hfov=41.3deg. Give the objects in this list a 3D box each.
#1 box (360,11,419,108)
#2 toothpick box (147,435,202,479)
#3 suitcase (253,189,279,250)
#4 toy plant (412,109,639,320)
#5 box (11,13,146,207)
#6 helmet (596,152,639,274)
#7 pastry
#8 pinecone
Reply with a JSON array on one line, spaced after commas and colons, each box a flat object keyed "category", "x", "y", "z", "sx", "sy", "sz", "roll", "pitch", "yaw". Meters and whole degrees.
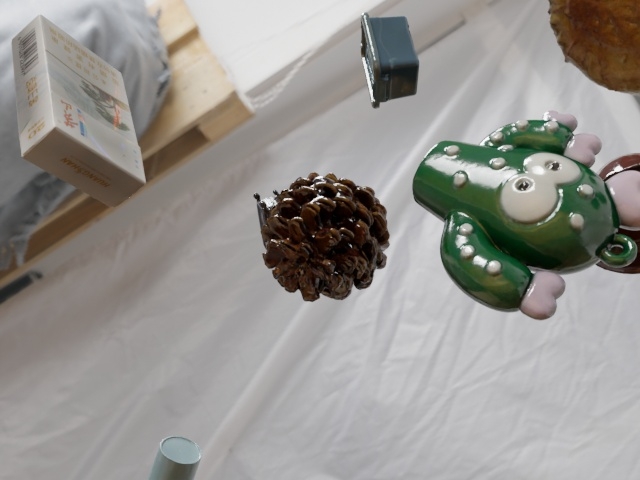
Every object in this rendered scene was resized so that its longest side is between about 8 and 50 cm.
[{"category": "box", "x": 0.078, "y": -0.207, "z": 0.967, "sx": 0.074, "sy": 0.054, "sz": 0.099, "roll": 89, "pitch": -7, "yaw": -57}, {"category": "toothpick box", "x": -0.172, "y": 0.274, "z": 0.978, "sx": 0.052, "sy": 0.083, "sz": 0.052, "roll": 19, "pitch": 21, "yaw": -7}, {"category": "suitcase", "x": -0.093, "y": -0.033, "z": 1.731, "sx": 0.086, "sy": 0.059, "sz": 0.126, "roll": -130, "pitch": -150, "yaw": -67}, {"category": "toy plant", "x": 0.220, "y": -0.035, "z": 0.895, "sx": 0.243, "sy": 0.233, "sz": 0.112, "roll": 56, "pitch": -9, "yaw": 37}, {"category": "box", "x": -0.315, "y": -0.167, "z": 1.096, "sx": 0.149, "sy": 0.067, "sz": 0.233, "roll": 31, "pitch": 29, "yaw": -45}, {"category": "helmet", "x": 0.392, "y": -0.054, "z": 1.067, "sx": 0.106, "sy": 0.155, "sz": 0.175, "roll": -90, "pitch": 155, "yaw": -48}, {"category": "pastry", "x": 0.428, "y": -0.320, "z": 1.133, "sx": 0.236, "sy": 0.257, "sz": 0.121, "roll": 30, "pitch": 35, "yaw": 27}, {"category": "pinecone", "x": 0.000, "y": 0.000, "z": 1.377, "sx": 0.221, "sy": 0.221, "sz": 0.221, "roll": 57, "pitch": 5, "yaw": -8}]
